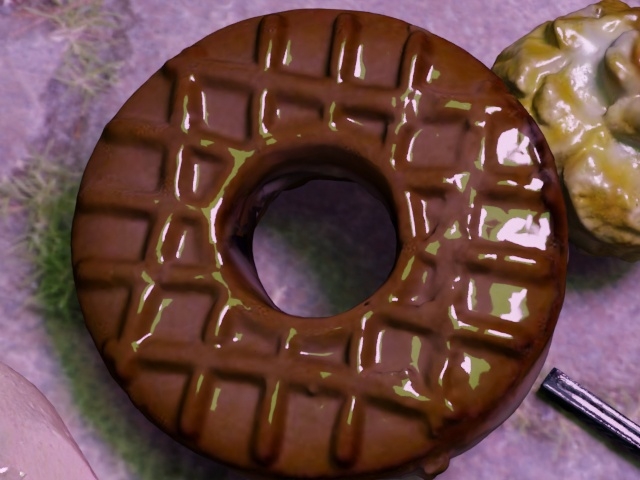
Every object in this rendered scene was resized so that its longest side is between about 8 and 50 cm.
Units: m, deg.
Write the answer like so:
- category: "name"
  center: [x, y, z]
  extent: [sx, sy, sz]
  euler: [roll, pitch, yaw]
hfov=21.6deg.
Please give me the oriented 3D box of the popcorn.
- category: "popcorn"
  center: [0.214, -0.081, 1.181]
  extent: [0.198, 0.212, 0.198]
  euler: [9, 72, -27]

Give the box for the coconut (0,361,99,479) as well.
- category: "coconut"
  center: [-0.209, 0.176, 0.918]
  extent: [0.224, 0.234, 0.224]
  euler: [-5, 104, -19]

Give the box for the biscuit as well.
- category: "biscuit"
  center: [0.000, 0.000, 1.091]
  extent: [0.332, 0.103, 0.332]
  euler: [-2, 74, 8]

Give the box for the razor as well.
- category: "razor"
  center: [0.236, 0.149, 1.167]
  extent: [0.190, 0.033, 0.066]
  euler: [36, 60, 6]
